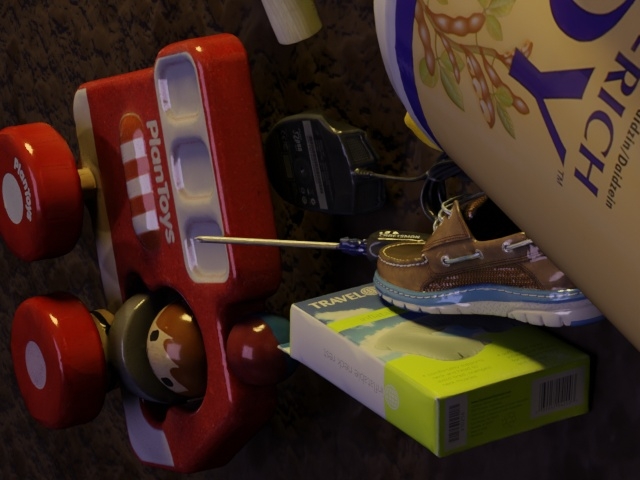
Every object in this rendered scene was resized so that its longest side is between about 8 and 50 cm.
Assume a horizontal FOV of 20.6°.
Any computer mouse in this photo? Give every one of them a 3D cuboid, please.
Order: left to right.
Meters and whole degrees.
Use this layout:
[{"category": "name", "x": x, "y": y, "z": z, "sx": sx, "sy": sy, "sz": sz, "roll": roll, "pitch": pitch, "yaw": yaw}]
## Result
[{"category": "computer mouse", "x": 0.046, "y": -0.047, "z": 1.112, "sx": 0.242, "sy": 0.041, "sz": 0.071, "roll": 11, "pitch": 116, "yaw": 51}]

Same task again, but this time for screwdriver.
[{"category": "screwdriver", "x": 0.000, "y": 0.000, "z": 1.114, "sx": 0.024, "sy": 0.170, "sz": 0.025, "roll": 61, "pitch": -139, "yaw": -58}]

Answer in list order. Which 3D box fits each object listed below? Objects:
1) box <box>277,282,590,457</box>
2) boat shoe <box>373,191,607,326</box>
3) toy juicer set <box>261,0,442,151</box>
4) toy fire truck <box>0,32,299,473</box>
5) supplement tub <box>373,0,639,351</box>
[{"category": "box", "x": 0.062, "y": 0.065, "z": 1.033, "sx": 0.178, "sy": 0.109, "sz": 0.042, "roll": 30, "pitch": 126, "yaw": 53}, {"category": "boat shoe", "x": 0.098, "y": 0.005, "z": 1.001, "sx": 0.183, "sy": 0.066, "sz": 0.066, "roll": 3, "pitch": 106, "yaw": 49}, {"category": "toy juicer set", "x": 0.059, "y": -0.158, "z": 0.986, "sx": 0.329, "sy": 0.089, "sz": 0.209, "roll": 30, "pitch": 143, "yaw": 38}, {"category": "toy fire truck", "x": -0.105, "y": 0.018, "z": 1.245, "sx": 0.254, "sy": 0.169, "sz": 0.302, "roll": -4, "pitch": 96, "yaw": 60}, {"category": "supplement tub", "x": 0.194, "y": -0.049, "z": 0.648, "sx": 0.331, "sy": 0.241, "sz": 0.241, "roll": 50, "pitch": 137, "yaw": 42}]
